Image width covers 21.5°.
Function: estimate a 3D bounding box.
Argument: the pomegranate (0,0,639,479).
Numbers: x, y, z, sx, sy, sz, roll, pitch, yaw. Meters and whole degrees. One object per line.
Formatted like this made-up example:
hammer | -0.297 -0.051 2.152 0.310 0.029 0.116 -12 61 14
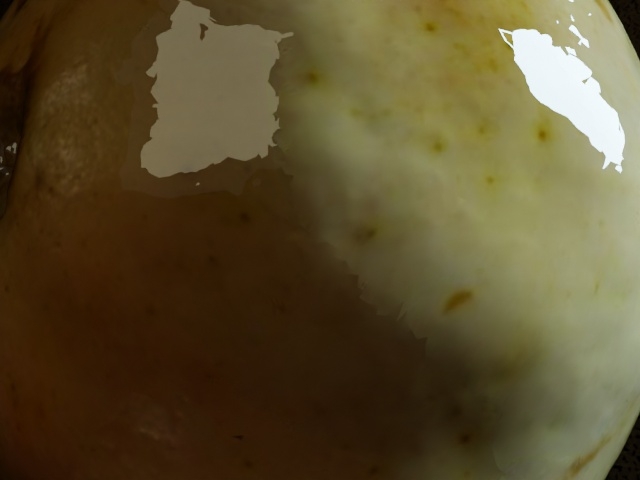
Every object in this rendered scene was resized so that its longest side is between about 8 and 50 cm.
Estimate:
pomegranate | 0.000 0.000 0.879 0.411 0.411 0.411 -20 37 16
